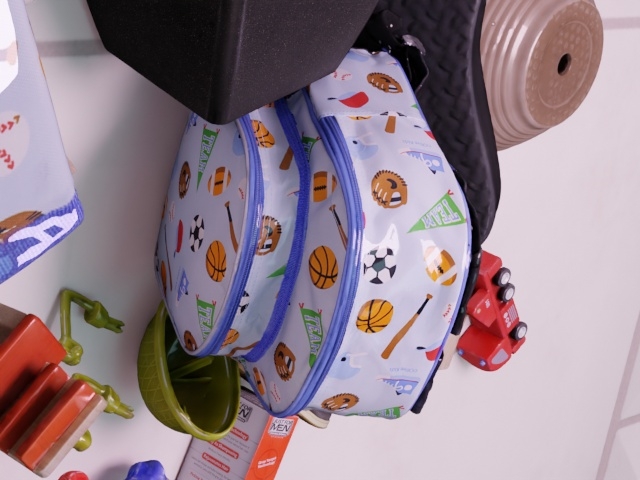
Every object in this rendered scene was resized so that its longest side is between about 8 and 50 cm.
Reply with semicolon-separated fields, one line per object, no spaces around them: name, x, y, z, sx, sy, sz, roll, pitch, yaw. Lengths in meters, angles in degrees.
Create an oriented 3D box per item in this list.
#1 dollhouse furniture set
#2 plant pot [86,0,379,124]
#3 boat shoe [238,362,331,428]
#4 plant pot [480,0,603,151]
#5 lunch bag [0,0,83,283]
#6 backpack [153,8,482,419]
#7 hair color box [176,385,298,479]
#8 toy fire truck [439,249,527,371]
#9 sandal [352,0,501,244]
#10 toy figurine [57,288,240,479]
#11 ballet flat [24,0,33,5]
dollhouse furniture set;-0.256;0.038;1.151;0.262;0.135;0.259;-51;141;-17
plant pot;-0.062;-0.193;1.228;0.188;0.187;0.167;-29;142;-38
boat shoe;-0.027;0.119;1.542;0.049;0.056;0.152;-55;142;-5
plant pot;0.175;-0.171;1.576;0.237;0.110;0.237;-29;132;-39
lunch bag;-0.333;-0.130;0.752;0.239;0.385;0.328;-39;137;-37
backpack;0.000;0.000;1.317;0.213;0.263;0.276;-5;125;-26
hair color box;-0.079;0.200;1.512;0.043;0.072;0.141;14;100;-52
toy fire truck;0.131;0.079;1.717;0.135;0.047;0.192;-47;141;-22
sandal;0.067;-0.187;1.427;0.107;0.168;0.445;-72;163;-52
toy figurine;-0.164;0.238;1.393;0.191;0.217;0.362;5;63;-37
ballet flat;-0.256;-0.216;1.010;0.400;0.139;0.139;29;87;-54
